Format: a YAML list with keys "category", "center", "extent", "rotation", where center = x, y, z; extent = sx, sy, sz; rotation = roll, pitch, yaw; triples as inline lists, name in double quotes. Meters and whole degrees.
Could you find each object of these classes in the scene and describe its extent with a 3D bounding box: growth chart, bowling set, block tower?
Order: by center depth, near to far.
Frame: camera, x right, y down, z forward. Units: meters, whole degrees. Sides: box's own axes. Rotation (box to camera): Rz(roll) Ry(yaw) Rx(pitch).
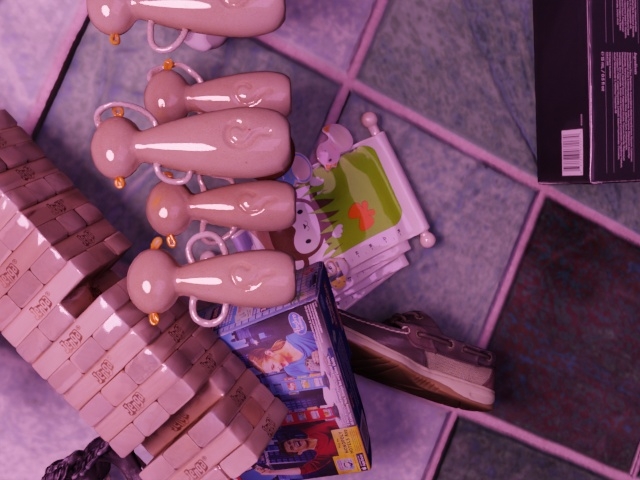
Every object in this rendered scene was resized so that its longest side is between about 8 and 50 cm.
- category: "block tower"
  center: [-0.179, 0.056, 0.748]
  extent: [0.091, 0.097, 0.335]
  rotation: [-42, 92, 20]
- category: "bowling set"
  center: [-0.099, -0.067, 0.795]
  extent: [0.154, 0.200, 0.287]
  rotation: [-2, 81, 0]
- category: "growth chart"
  center: [0.000, 0.000, 0.915]
  extent: [0.237, 0.021, 0.172]
  rotation: [-40, 105, -16]

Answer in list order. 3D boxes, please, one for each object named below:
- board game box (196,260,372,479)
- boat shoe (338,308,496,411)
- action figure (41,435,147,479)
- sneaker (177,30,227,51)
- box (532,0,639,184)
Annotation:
- category: "board game box"
  center: [-0.069, 0.127, 0.844]
  extent: [0.194, 0.060, 0.194]
  rotation: [-9, 120, 12]
- category: "boat shoe"
  center: [0.085, 0.104, 0.927]
  extent: [0.223, 0.080, 0.073]
  rotation: [26, 66, -29]
- category: "action figure"
  center: [-0.118, 0.280, 0.814]
  extent: [0.276, 0.164, 0.141]
  rotation: [47, 39, -12]
- category: "sneaker"
  center: [-0.028, -0.281, 0.842]
  extent: [0.115, 0.105, 0.281]
  rotation: [32, 85, -27]
- category: "box"
  center: [0.322, -0.191, 0.988]
  extent: [0.184, 0.103, 0.261]
  rotation: [-3, 94, -20]
